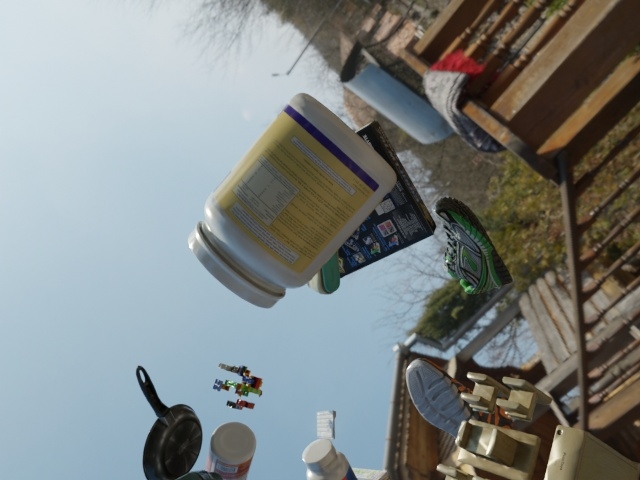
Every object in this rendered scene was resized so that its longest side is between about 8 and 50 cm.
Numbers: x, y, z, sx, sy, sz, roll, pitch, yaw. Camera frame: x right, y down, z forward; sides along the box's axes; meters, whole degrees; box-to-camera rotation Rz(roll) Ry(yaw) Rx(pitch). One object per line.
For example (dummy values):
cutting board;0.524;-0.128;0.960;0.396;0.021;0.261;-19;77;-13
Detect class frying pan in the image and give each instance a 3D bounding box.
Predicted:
frying pan;-0.354;0.440;1.289;0.053;0.326;0.197;3;-174;27

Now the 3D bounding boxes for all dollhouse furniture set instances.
dollhouse furniture set;0.337;0.352;0.838;0.161;0.212;0.242;35;158;-26

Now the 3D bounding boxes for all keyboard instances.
keyboard;0.013;0.518;1.485;0.014;0.256;0.072;7;-110;-7

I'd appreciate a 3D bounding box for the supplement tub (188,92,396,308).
supplement tub;-0.054;-0.066;0.951;0.241;0.331;0.241;41;-173;-6

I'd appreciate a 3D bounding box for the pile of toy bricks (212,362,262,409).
pile of toy bricks;-0.217;0.427;1.528;0.105;0.118;0.212;27;163;-34

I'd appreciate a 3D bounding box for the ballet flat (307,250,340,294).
ballet flat;0.000;0.000;1.199;0.086;0.248;0.086;2;-170;0

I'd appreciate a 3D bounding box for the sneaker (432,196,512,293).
sneaker;0.378;0.029;1.382;0.343;0.146;0.134;51;-164;-31

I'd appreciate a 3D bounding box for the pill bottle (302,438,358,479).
pill bottle;0.036;0.668;1.467;0.221;0.124;0.124;63;-165;-16

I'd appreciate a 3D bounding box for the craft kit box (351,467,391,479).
craft kit box;0.164;0.870;1.723;0.061;0.250;0.246;-17;-94;-41

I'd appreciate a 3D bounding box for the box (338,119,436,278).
box;0.077;-0.085;1.264;0.295;0.293;0.073;58;-153;-9

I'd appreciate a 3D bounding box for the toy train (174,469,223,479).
toy train;-0.290;0.567;1.112;0.142;0.190;0.334;62;172;22

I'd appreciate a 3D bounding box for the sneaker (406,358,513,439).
sneaker;0.359;0.408;1.348;0.321;0.124;0.180;48;-148;6

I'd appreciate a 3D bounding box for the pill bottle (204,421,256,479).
pill bottle;-0.247;0.598;1.417;0.121;0.216;0.121;11;-145;-8
